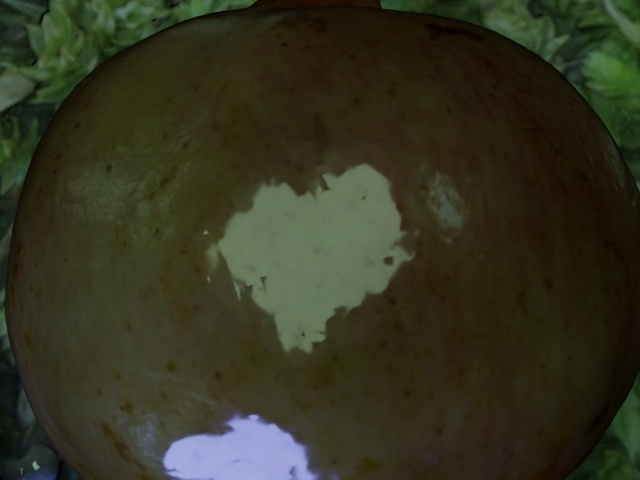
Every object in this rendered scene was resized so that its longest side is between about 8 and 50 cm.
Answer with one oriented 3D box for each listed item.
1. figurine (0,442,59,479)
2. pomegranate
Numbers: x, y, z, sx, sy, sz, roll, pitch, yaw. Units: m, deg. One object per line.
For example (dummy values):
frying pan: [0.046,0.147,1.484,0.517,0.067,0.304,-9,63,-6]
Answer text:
figurine: [-0.340,0.208,0.994,0.361,0.211,0.253,-43,75,4]
pomegranate: [0.000,0.000,0.889,0.338,0.338,0.338,-4,75,15]
